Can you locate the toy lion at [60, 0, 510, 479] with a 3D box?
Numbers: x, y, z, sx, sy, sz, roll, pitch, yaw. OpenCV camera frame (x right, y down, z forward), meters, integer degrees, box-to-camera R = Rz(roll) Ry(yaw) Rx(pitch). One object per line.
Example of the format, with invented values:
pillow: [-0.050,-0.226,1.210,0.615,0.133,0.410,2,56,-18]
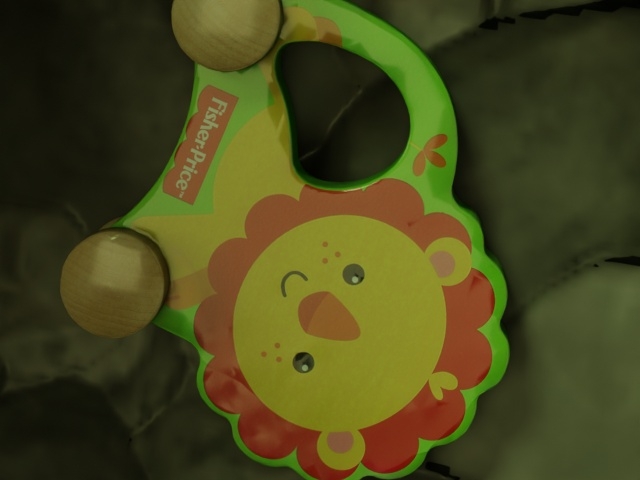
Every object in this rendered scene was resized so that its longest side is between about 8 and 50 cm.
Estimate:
toy lion: [0.000,0.000,0.389,0.096,0.034,0.100,23,99,1]
